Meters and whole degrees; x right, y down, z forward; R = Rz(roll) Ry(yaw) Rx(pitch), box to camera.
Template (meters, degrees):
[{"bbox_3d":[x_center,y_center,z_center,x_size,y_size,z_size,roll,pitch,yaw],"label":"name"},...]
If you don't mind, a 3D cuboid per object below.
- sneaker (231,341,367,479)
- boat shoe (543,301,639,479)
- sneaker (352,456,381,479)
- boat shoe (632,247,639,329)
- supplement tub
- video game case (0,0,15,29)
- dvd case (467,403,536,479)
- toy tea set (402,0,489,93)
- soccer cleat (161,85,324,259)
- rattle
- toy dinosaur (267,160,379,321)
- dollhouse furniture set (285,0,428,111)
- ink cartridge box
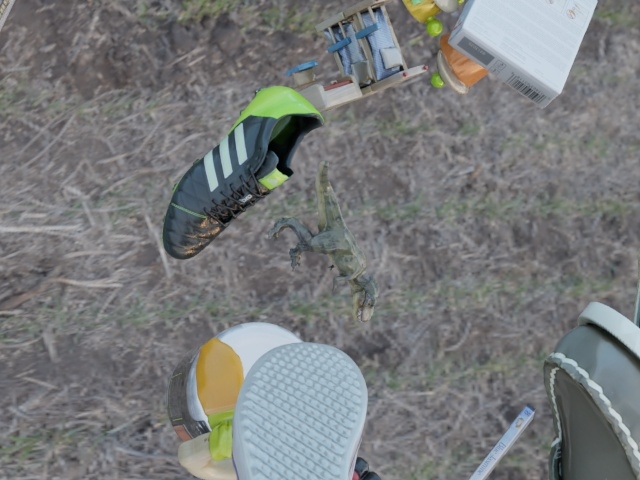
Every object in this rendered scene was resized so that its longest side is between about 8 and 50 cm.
[{"bbox_3d":[-0.022,0.213,0.740,0.282,0.102,0.161,-85,179,-55],"label":"sneaker"},{"bbox_3d":[0.177,0.165,0.539,0.091,0.109,0.305,-32,123,-6],"label":"boat shoe"},{"bbox_3d":[0.064,0.350,1.021,0.314,0.136,0.116,42,35,13],"label":"sneaker"},{"bbox_3d":[0.365,0.132,1.014,0.103,0.113,0.302,20,67,-20],"label":"boat shoe"},{"bbox_3d":[-0.136,0.251,1.571,0.207,0.338,0.207,4,78,-17],"label":"supplement tub"},{"bbox_3d":[-0.628,-0.451,1.800,0.035,0.248,0.275,24,83,-3],"label":"video game case"},{"bbox_3d":[0.342,0.434,1.916,0.022,0.180,0.253,37,85,18],"label":"dvd case"},{"bbox_3d":[0.103,-0.336,1.221,0.200,0.124,0.336,-2,68,-58],"label":"toy tea set"},{"bbox_3d":[-0.069,-0.054,0.824,0.179,0.072,0.060,-54,140,-2],"label":"soccer cleat"},{"bbox_3d":[-0.078,0.222,1.137,0.200,0.130,0.143,28,29,-46],"label":"rattle"},{"bbox_3d":[0.000,0.000,1.342,0.064,0.118,0.268,-70,146,-47],"label":"toy dinosaur"},{"bbox_3d":[0.039,-0.271,1.413,0.184,0.129,0.129,-26,96,-44],"label":"dollhouse furniture set"},{"bbox_3d":[0.249,-0.268,1.183,0.145,0.045,0.179,33,57,-8],"label":"ink cartridge box"}]
